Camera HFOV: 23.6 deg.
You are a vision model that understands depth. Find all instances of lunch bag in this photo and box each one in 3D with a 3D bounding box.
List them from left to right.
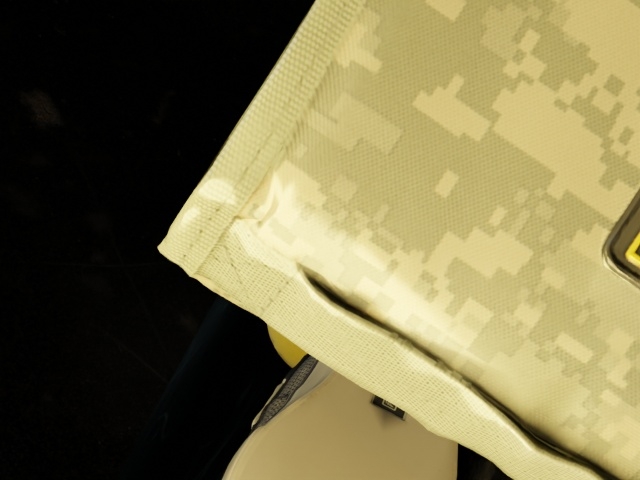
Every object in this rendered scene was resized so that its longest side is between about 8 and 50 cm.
[{"bbox_3d":[0.112,-0.037,0.468,0.169,0.235,0.287,-50,10,49],"label":"lunch bag"}]

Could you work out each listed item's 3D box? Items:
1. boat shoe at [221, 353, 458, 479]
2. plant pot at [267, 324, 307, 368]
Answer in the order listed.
[{"bbox_3d":[0.004,0.156,0.926,0.158,0.127,0.340,-60,-5,35],"label":"boat shoe"},{"bbox_3d":[0.040,0.055,1.125,0.134,0.134,0.095,-57,32,-3],"label":"plant pot"}]
